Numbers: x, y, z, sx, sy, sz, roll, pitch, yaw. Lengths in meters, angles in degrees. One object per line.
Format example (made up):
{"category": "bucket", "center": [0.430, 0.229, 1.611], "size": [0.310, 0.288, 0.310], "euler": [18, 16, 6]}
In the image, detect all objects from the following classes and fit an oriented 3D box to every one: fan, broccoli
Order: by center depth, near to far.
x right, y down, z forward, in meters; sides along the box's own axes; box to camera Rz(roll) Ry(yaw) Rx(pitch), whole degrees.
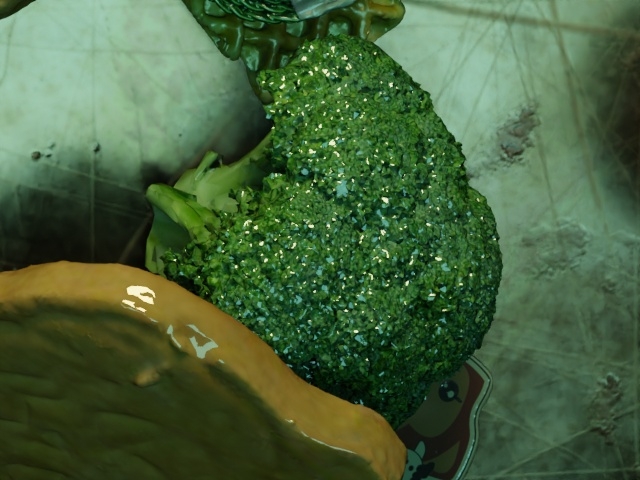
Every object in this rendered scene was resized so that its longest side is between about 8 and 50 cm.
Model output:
{"category": "broccoli", "center": [0.000, 0.000, 1.467], "size": [0.275, 0.308, 0.308], "euler": [19, 101, 31]}
{"category": "fan", "center": [0.080, 0.102, 1.614], "size": [0.132, 0.009, 0.220], "euler": [7, 101, -12]}

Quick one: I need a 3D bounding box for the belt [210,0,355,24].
{"category": "belt", "center": [-0.025, -0.225, 1.445], "size": [0.151, 0.079, 0.121], "euler": [3, 115, -3]}

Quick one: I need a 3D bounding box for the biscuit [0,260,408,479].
{"category": "biscuit", "center": [-0.148, 0.155, 1.436], "size": [0.365, 0.385, 0.062], "euler": [33, 53, -18]}

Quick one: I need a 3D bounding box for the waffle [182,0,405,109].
{"category": "waffle", "center": [-0.020, -0.237, 1.507], "size": [0.204, 0.054, 0.223], "euler": [-37, 106, 1]}

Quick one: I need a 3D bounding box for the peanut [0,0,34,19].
{"category": "peanut", "center": [-0.208, -0.256, 1.454], "size": [0.226, 0.095, 0.108], "euler": [-45, 100, 1]}
